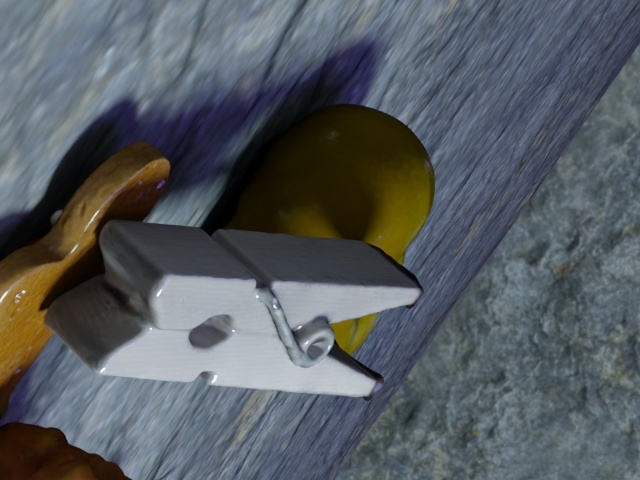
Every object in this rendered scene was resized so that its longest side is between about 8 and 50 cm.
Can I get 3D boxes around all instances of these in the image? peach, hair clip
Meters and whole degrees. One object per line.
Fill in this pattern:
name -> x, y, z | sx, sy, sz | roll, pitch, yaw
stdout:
peach -> 0.000, 0.000, 1.387 | 0.251, 0.153, 0.251 | -57, 178, -3
hair clip -> -0.043, 0.048, 1.124 | 0.101, 0.085, 0.331 | -53, 154, 15

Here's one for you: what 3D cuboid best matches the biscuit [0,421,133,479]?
biscuit -> -0.147, 0.279, 1.148 | 0.110, 0.318, 0.312 | -27, 167, -28

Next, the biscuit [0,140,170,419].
biscuit -> -0.182, 0.036, 1.030 | 0.250, 0.036, 0.165 | -51, 170, 8
